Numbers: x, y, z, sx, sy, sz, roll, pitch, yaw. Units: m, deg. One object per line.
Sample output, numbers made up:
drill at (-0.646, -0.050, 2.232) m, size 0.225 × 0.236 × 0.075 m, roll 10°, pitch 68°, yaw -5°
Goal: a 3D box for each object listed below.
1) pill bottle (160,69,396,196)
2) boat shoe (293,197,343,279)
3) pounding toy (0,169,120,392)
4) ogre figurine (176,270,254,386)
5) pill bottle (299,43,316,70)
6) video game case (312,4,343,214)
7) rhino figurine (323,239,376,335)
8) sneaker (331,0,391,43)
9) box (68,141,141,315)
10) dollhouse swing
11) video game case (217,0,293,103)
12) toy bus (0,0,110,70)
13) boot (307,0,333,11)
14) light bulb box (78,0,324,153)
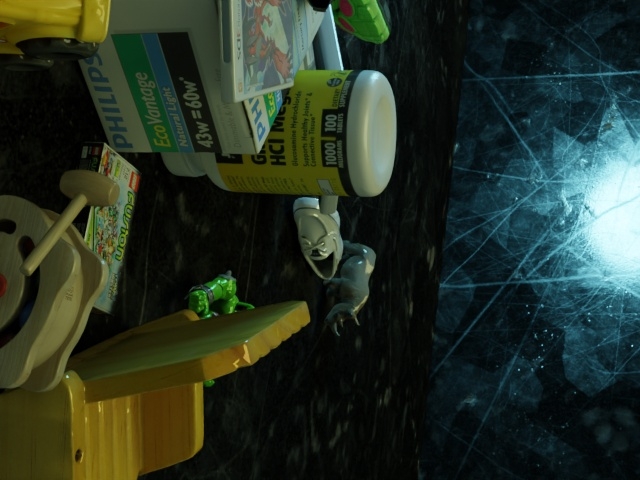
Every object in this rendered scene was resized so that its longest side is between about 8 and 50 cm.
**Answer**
pill bottle at (-0.066, -0.164, 1.573) m, size 0.188 × 0.334 × 0.188 m, roll 2°, pitch 90°, yaw -72°
boat shoe at (0.000, 0.000, 2.189) m, size 0.258 × 0.095 × 0.084 m, roll 60°, pitch 33°, yaw -57°
pounding toy at (-0.335, 0.031, 1.111) m, size 0.270 × 0.154 × 0.155 m, roll -66°, pitch 159°, yaw -4°
ogre figurine at (-0.171, 0.136, 1.688) m, size 0.118 × 0.096 × 0.197 m, roll -50°, pitch 130°, yaw -43°
pill bottle at (-0.080, -0.235, 1.798) m, size 0.161 × 0.161 × 0.283 m, roll -64°, pitch 152°, yaw -51°
video game case at (0.006, -0.267, 1.954) m, size 0.300 × 0.036 × 0.329 m, roll 98°, pitch -14°, yaw -55°
rhino figurine at (0.063, 0.108, 2.379) m, size 0.073 × 0.106 × 0.243 m, roll 65°, pitch 33°, yaw -54°
sneaker at (0.083, -0.588, 2.128) m, size 0.202 × 0.185 × 0.483 m, roll -51°, pitch 153°, yaw -18°
box at (-0.295, -0.014, 1.373) m, size 0.114 × 0.036 × 0.207 m, roll 46°, pitch 50°, yaw -67°
dollhouse swing at (-0.188, 0.243, 1.317) m, size 0.347 × 0.305 × 0.315 m, roll -26°, pitch 118°, yaw -71°
video game case at (-0.078, -0.273, 1.295) m, size 0.201 × 0.023 × 0.183 m, roll -37°, pitch 129°, yaw -67°
toy bus at (-0.339, -0.250, 1.018) m, size 0.211 × 0.220 × 0.149 m, roll -6°, pitch 93°, yaw -39°
boot at (0.007, -0.427, 1.438) m, size 0.106 × 0.082 × 0.219 m, roll -73°, pitch 160°, yaw -49°
light bulb box at (-0.168, -0.360, 1.403) m, size 0.361 × 0.225 × 0.358 m, roll -70°, pitch 156°, yaw -44°
